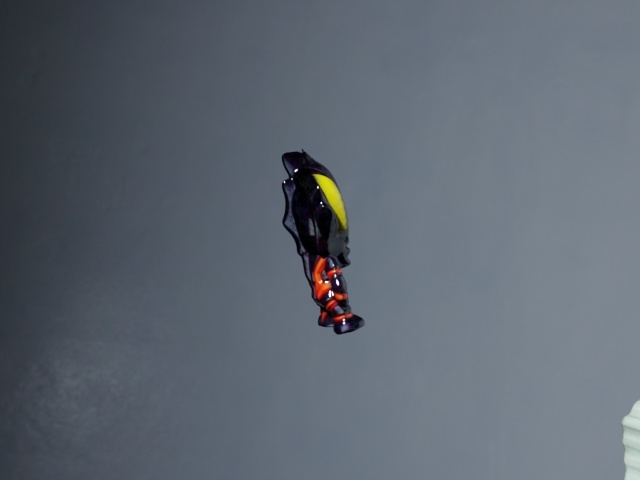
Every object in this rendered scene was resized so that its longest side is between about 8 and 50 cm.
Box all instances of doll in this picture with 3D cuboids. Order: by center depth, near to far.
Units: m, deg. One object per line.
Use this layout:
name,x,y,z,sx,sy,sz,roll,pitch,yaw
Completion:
doll,0.002,-0.001,1.169,0.127,0.088,0.248,-12,96,48

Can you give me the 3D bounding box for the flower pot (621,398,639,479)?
flower pot,0.453,0.232,0.905,0.190,0.239,0.209,11,82,54
